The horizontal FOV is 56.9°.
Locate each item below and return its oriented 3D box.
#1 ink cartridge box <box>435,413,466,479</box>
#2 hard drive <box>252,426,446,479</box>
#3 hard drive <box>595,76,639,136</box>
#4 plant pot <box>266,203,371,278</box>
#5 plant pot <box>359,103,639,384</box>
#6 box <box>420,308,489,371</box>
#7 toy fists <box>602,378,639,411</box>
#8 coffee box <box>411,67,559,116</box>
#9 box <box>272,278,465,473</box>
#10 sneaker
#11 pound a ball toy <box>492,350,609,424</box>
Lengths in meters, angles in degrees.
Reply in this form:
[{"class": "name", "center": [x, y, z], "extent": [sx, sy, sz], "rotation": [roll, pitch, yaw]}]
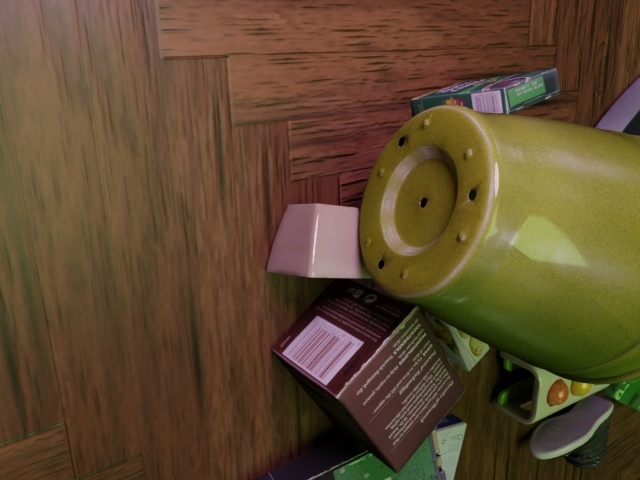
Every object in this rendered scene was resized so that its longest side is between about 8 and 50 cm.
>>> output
[{"class": "ink cartridge box", "center": [0.162, 0.447, 1.092], "extent": [0.223, 0.045, 0.224], "rotation": [-1, 105, -35]}, {"class": "hard drive", "center": [0.045, 0.430, 0.952], "extent": [0.338, 0.064, 0.237], "rotation": [-20, 113, -17]}, {"class": "hard drive", "center": [0.655, -0.216, 1.245], "extent": [0.255, 0.054, 0.172], "rotation": [-45, 125, -17]}, {"class": "plant pot", "center": [0.000, 0.000, 0.808], "extent": [0.109, 0.109, 0.096], "rotation": [3, 90, -37]}, {"class": "plant pot", "center": [0.255, -0.010, 0.777], "extent": [0.352, 0.366, 0.367], "rotation": [13, 96, -31]}, {"class": "box", "center": [0.204, 0.092, 1.004], "extent": [0.067, 0.063, 0.324], "rotation": [-42, 124, -22]}, {"class": "toy fists", "center": [0.792, 0.342, 1.492], "extent": [0.279, 0.096, 0.142], "rotation": [28, 97, -40]}, {"class": "coffee box", "center": [0.232, -0.209, 0.858], "extent": [0.113, 0.184, 0.041], "rotation": [-24, 109, -27]}, {"class": "box", "center": [0.073, 0.190, 0.871], "extent": [0.167, 0.168, 0.203], "rotation": [-45, 125, -17]}, {"class": "sneaker", "center": [0.589, 0.482, 1.375], "extent": [0.295, 0.104, 0.147], "rotation": [-14, 107, -37]}, {"class": "pound a ball toy", "center": [0.481, 0.243, 1.207], "extent": [0.319, 0.135, 0.208], "rotation": [-8, 109, -35]}]
